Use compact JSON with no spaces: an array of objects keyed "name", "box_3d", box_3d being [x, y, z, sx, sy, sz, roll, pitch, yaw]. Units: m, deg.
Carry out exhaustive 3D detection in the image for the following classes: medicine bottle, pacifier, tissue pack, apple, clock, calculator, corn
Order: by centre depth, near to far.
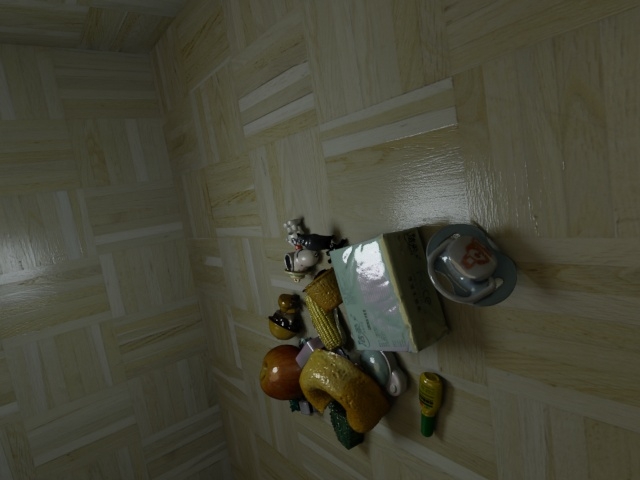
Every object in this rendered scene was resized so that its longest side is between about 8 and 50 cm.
[{"name":"pacifier","box_3d":[0.441,0.092,1.238,0.279,0.228,0.207,54,179,27]},{"name":"tissue pack","box_3d":[0.239,0.184,1.477,0.332,0.205,0.404,-20,86,54]},{"name":"medicine bottle","box_3d":[0.408,0.620,1.520,0.095,0.064,0.260,21,118,48]},{"name":"corn","box_3d":[0.021,0.370,1.914,0.305,0.122,0.123,66,160,17]},{"name":"calculator","box_3d":[0.104,0.567,1.943,0.141,0.019,0.094,52,135,29]},{"name":"clock","box_3d":[-0.024,0.539,1.993,0.063,0.150,0.197,53,138,24]},{"name":"apple","box_3d":[-0.194,0.707,2.151,0.302,0.302,0.301,22,118,48]}]

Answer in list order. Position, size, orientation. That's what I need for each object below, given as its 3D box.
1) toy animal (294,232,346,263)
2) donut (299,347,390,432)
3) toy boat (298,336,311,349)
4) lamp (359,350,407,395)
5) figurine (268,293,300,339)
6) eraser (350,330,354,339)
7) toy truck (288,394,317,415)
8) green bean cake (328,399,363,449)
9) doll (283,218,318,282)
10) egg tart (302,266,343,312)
[{"name":"toy animal","box_3d":[-0.003,-0.003,1.772,0.210,0.117,0.121,26,143,-7]},{"name":"donut","box_3d":[0.069,0.642,1.747,0.435,0.163,0.377,10,136,44]},{"name":"toy boat","box_3d":[-0.079,0.546,2.144,0.059,0.066,0.140,35,157,28]},{"name":"lamp","box_3d":[0.248,0.534,1.667,0.246,0.108,0.179,45,138,34]},{"name":"figurine","box_3d":[-0.192,0.409,2.162,0.192,0.167,0.256,-143,52,-58]},{"name":"eraser","box_3d":[0.171,0.401,1.792,0.065,0.026,0.105,41,132,42]},{"name":"toy truck","box_3d":[-0.102,0.902,2.246,0.216,0.116,0.110,-11,92,54]},{"name":"green bean cake","box_3d":[0.116,0.878,1.962,0.194,0.107,0.208,22,120,47]},{"name":"doll","box_3d":[-0.117,0.047,1.982,0.208,0.144,0.271,-43,69,28]},{"name":"egg tart","box_3d":[0.039,0.207,1.762,0.170,0.215,0.215,55,140,9]}]
